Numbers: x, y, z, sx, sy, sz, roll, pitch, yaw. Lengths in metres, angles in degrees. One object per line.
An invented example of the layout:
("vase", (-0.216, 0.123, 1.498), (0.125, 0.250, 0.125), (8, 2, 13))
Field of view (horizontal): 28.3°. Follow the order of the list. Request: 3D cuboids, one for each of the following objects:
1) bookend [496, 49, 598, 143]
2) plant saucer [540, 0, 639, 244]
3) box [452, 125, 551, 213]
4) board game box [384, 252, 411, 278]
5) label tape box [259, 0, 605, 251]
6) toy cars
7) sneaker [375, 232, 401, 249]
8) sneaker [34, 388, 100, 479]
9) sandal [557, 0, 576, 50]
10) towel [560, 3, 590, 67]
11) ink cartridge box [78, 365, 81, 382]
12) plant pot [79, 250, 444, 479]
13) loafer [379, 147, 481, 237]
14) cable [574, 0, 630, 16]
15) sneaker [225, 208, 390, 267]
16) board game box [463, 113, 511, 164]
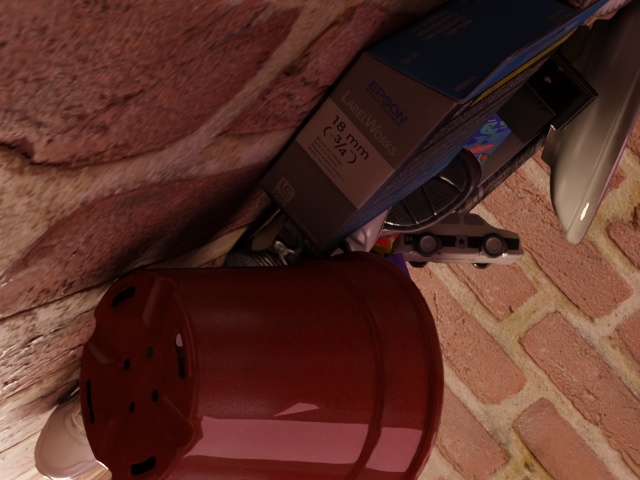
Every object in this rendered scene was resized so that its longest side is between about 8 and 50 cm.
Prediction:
("bookend", (0.207, -0.175, 1.434), (0.157, 0.156, 0.072), (-35, 172, -43))
("plant saucer", (0.392, -0.194, 1.780), (0.400, 0.100, 0.401), (21, 90, -81))
("box", (0.250, -0.117, 1.865), (0.183, 0.056, 0.231), (-41, 172, 4))
("board game box", (-0.051, 0.125, 1.792), (0.347, 0.078, 0.233), (-18, 171, -8))
("label tape box", (0.116, -0.154, 1.237), (0.240, 0.106, 0.334), (-35, 172, -42))
("toy cars", (0.108, 0.002, 1.872), (0.393, 0.087, 0.176), (-8, 167, 35))
("sneaker", (0.105, -0.014, 2.442), (0.279, 0.107, 0.118), (-37, 156, -61))
("sneaker", (-0.261, 0.190, 1.543), (0.232, 0.090, 0.115), (-48, 172, -27))
("sandal", (0.276, -0.248, 1.700), (0.097, 0.054, 0.254), (-45, -177, -22))
("towel", (0.252, -0.193, 1.990), (0.374, 0.090, 0.320), (-40, 171, -8))
("ink cartridge box", (-0.129, 0.163, 1.465), (0.237, 0.100, 0.172), (-3, 166, -45))
("plant pot", (-0.070, 0.135, 1.224), (0.265, 0.272, 0.272), (6, 141, -39))
("loafer", (0.080, -0.053, 1.608), (0.302, 0.109, 0.095), (-24, 179, 35))
("cable", (0.411, -0.380, 1.573), (0.257, 0.089, 0.257), (-40, 174, -14))
("sneaker", (0.000, 0.000, 1.507), (0.146, 0.122, 0.330), (-46, -173, -30))
("board game box", (0.156, -0.135, 1.625), (0.160, 0.047, 0.210), (-10, 165, -15))
